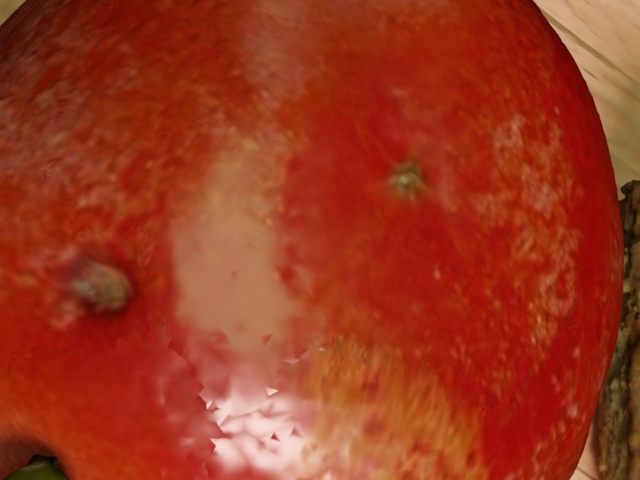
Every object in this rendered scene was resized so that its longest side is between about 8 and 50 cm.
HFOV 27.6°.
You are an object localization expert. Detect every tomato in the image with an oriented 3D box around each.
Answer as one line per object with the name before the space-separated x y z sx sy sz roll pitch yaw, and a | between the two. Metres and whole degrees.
tomato | -0.001 -0.006 0.510 0.338 0.144 0.338 6 71 -19

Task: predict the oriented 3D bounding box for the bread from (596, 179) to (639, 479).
bread | 0.202 0.064 0.583 0.138 0.102 0.196 8 71 -15

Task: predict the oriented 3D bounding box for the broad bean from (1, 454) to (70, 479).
broad bean | -0.088 0.223 0.398 0.049 0.144 0.291 13 51 -50
